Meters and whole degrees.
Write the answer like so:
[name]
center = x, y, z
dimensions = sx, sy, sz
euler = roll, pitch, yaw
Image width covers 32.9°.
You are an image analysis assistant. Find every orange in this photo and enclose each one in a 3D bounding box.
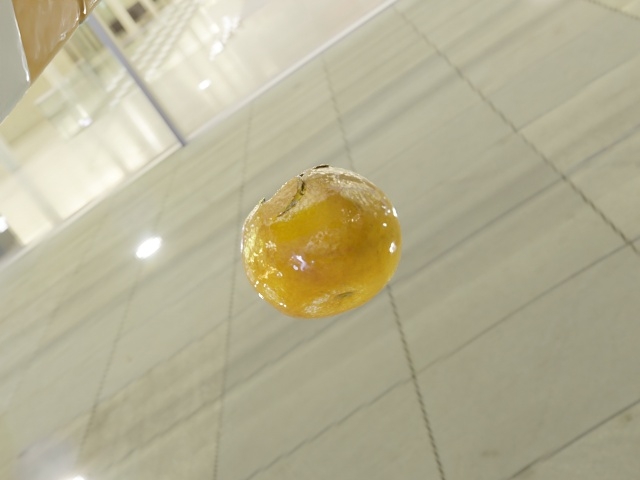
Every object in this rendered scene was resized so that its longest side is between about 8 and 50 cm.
[orange]
center = 0.000, 0.000, 1.016
dimensions = 0.154, 0.154, 0.134
euler = -30, 57, 18

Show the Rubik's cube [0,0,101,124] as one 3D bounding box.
[Rubik's cube]
center = -0.352, -0.269, 0.681
dimensions = 0.346, 0.347, 0.344
euler = 2, 33, 7
